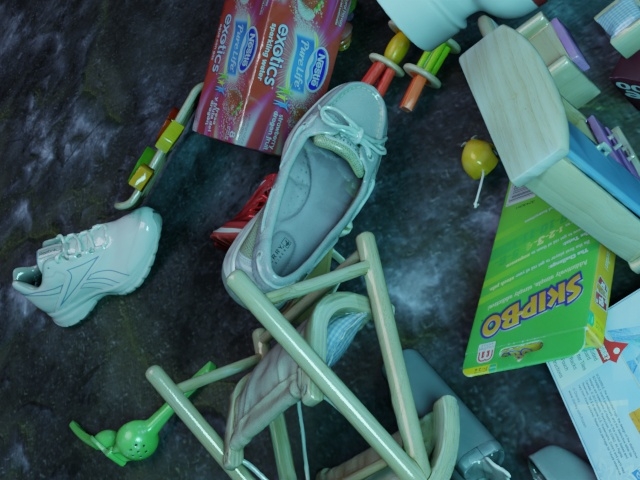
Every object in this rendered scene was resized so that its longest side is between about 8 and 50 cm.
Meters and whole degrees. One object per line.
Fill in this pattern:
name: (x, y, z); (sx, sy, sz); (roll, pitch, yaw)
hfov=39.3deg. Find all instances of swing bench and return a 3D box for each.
swing bench: (-0.014, 0.171, 0.849); (0.253, 0.165, 0.254); (-44, 68, 49)

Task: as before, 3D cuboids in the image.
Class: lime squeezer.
lime squeezer: (-0.270, 0.255, 1.224); (0.310, 0.059, 0.109); (-27, 50, 34)

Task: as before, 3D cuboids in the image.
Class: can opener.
can opener: (0.162, 0.192, 0.819); (0.095, 0.076, 0.283); (-27, 39, -12)

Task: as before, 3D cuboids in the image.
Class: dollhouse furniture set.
dollhouse furniture set: (0.286, -0.173, 0.689); (0.303, 0.198, 0.286); (-36, 47, 27)

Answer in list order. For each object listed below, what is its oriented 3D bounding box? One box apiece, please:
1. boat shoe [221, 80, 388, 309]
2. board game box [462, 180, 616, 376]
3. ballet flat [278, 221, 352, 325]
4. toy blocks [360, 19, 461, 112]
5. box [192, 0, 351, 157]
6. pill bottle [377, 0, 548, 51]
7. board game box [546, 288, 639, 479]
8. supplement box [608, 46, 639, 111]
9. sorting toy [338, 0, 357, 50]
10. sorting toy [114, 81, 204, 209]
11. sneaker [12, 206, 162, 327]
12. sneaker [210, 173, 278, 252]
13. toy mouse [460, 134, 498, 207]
boat shoe: (0.002, -0.063, 1.006); (0.320, 0.118, 0.103); (-57, 13, -29)
board game box: (0.211, 0.016, 0.827); (0.124, 0.039, 0.259); (-21, 33, 43)
ballet flat: (0.000, 0.000, 1.093); (0.080, 0.073, 0.232); (-31, 40, 59)
toy blocks: (0.095, -0.196, 1.127); (0.123, 0.054, 0.148); (31, 92, 49)
box: (-0.064, -0.248, 1.221); (0.123, 0.128, 0.256); (23, 99, 50)
pill bottle: (0.234, -0.386, 0.944); (0.408, 0.229, 0.229); (-32, 46, 23)
board game box: (0.355, 0.132, 0.638); (0.318, 0.066, 0.318); (-38, 43, 24)
supplement box: (0.388, -0.225, 0.824); (0.130, 0.073, 0.239); (29, 89, 50)
sorting toy: (0.026, -0.307, 1.286); (0.061, 0.042, 0.101); (-8, 48, 26)
sorting toy: (-0.238, -0.142, 1.331); (0.229, 0.041, 0.307); (-57, 9, -4)
sneaker: (-0.366, 0.035, 1.405); (0.297, 0.129, 0.111); (-35, 42, 25)
sneaker: (-0.074, -0.036, 1.133); (0.128, 0.087, 0.221); (-60, 13, -9)
toy mouse: (0.208, -0.128, 0.961); (0.143, 0.031, 0.161); (-34, 30, 27)
